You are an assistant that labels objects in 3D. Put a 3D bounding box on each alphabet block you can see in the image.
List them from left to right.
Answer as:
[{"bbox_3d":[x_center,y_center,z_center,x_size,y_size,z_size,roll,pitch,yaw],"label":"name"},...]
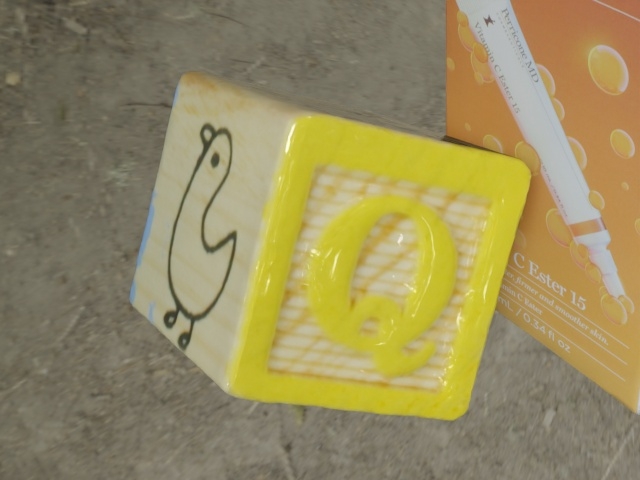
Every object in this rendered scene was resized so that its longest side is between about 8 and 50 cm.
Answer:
[{"bbox_3d":[0.000,0.000,0.917,0.193,0.197,0.192,8,100,-29],"label":"alphabet block"}]

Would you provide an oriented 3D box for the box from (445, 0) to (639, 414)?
[{"bbox_3d":[0.220,-0.087,0.936,0.215,0.168,0.345,38,145,41],"label":"box"}]
